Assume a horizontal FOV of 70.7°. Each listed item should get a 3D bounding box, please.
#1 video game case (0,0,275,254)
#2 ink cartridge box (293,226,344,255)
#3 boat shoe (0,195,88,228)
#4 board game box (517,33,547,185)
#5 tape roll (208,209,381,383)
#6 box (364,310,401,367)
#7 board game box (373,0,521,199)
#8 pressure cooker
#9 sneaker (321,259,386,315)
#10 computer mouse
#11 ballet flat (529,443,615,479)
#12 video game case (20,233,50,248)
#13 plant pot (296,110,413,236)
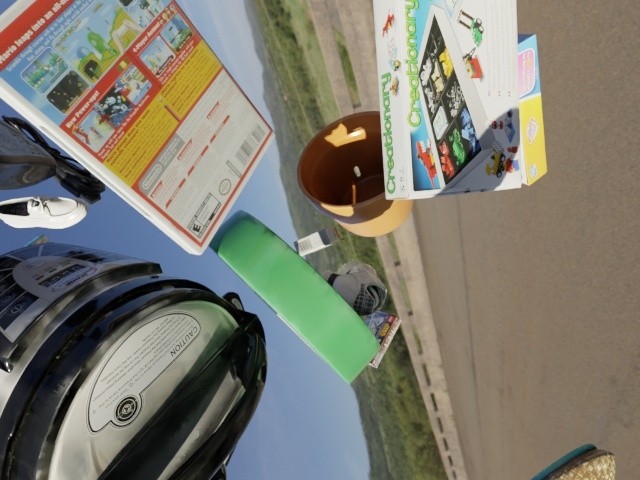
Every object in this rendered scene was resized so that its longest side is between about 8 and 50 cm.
[{"bbox_3d":[-0.177,-0.145,0.488,0.285,0.025,0.204,50,-124,-41],"label":"video game case"},{"bbox_3d":[0.000,0.000,0.806,0.029,0.063,0.115,68,-164,2],"label":"ink cartridge box"},{"bbox_3d":[-0.584,-0.066,0.939,0.063,0.184,0.066,72,-159,-69],"label":"boat shoe"},{"bbox_3d":[0.382,-0.301,1.027,0.242,0.064,0.316,38,158,52],"label":"board game box"},{"bbox_3d":[-0.047,0.090,0.728,0.321,0.077,0.321,43,170,10],"label":"tape roll"},{"bbox_3d":[0.135,0.245,1.143,0.027,0.137,0.094,44,159,-31],"label":"box"},{"bbox_3d":[0.163,-0.210,0.561,0.053,0.193,0.305,9,104,63],"label":"board game box"},{"bbox_3d":[-0.290,0.209,0.622,0.375,0.420,0.370,35,-112,-60],"label":"pressure cooker"},{"bbox_3d":[0.071,0.089,0.779,0.235,0.095,0.090,-16,-67,-69],"label":"sneaker"},{"bbox_3d":[-0.436,-0.109,0.609,0.188,0.072,0.272,39,-176,-1],"label":"computer mouse"},{"bbox_3d":[0.114,0.212,0.276,0.073,0.206,0.067,47,-175,-34],"label":"ballet flat"},{"bbox_3d":[-0.584,0.084,0.964,0.119,0.015,0.166,-73,-36,-56],"label":"video game case"},{"bbox_3d":[0.113,-0.143,1.119,0.203,0.291,0.291,55,-165,-51],"label":"plant pot"}]
